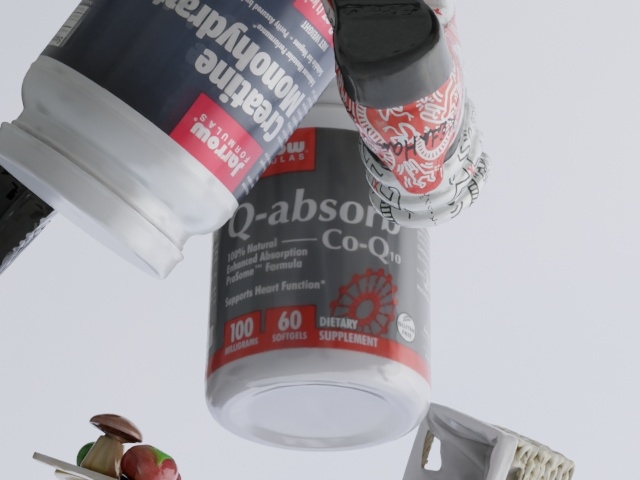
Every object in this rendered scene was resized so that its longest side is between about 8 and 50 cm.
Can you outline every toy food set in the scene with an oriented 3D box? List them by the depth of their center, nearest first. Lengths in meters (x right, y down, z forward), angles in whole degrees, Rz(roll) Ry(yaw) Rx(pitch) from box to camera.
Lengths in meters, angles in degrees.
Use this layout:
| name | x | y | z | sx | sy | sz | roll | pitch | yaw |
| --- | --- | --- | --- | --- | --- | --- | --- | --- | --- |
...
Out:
| name | x | y | z | sx | sy | sz | roll | pitch | yaw |
| --- | --- | --- | --- | --- | --- | --- | --- | --- | --- |
| toy food set | -0.168 | 0.205 | 1.762 | 0.218 | 0.128 | 0.071 | 69 | 38 | -70 |

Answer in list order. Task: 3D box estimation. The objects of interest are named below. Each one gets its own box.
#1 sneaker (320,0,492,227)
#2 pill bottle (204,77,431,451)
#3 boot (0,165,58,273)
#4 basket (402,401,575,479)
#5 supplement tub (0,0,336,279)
| name | x | y | z | sx | sy | sz | roll | pitch | yaw |
| --- | --- | --- | --- | --- | --- | --- | --- | --- | --- |
| sneaker | 0.053 | -0.119 | 1.280 | 0.090 | 0.145 | 0.270 | -12 | -147 | 6 |
| pill bottle | 0.000 | 0.000 | 1.851 | 0.210 | 0.210 | 0.363 | -24 | -126 | 39 |
| boot | -0.451 | -0.021 | 1.977 | 0.348 | 0.260 | 0.131 | -46 | -176 | 5 |
| basket | 0.172 | 0.244 | 2.004 | 0.167 | 0.103 | 0.113 | 18 | -89 | 64 |
| supplement tub | -0.105 | -0.127 | 1.482 | 0.272 | 0.191 | 0.191 | -54 | -155 | -7 |
